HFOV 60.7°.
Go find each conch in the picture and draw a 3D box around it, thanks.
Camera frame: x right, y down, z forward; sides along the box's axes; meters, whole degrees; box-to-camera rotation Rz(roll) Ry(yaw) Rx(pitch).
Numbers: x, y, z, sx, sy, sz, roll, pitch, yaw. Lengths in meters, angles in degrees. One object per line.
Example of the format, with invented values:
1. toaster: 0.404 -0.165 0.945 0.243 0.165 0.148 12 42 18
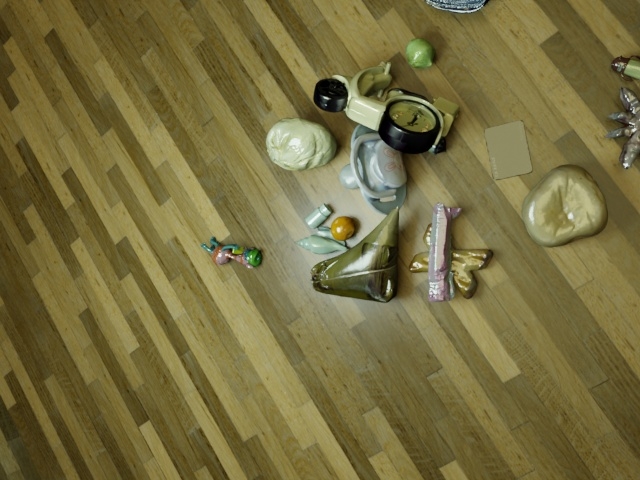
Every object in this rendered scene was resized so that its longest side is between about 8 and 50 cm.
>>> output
1. conch: 0.000 0.006 1.765 0.180 0.088 0.065 4 136 14

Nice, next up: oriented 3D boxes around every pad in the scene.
1. pad: 0.541 -0.260 1.578 0.112 0.003 0.157 -11 88 21

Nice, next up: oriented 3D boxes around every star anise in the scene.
1. star anise: 0.846 -0.292 1.415 0.229 0.093 0.236 37 102 17

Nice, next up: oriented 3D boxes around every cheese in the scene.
1. cheese: 0.663 -0.087 1.478 0.218 0.117 0.235 20 102 17

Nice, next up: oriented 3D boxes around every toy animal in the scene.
1. toy animal: -0.307 0.039 1.856 0.208 0.103 0.100 17 54 22

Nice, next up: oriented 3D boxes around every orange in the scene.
1. orange: 0.070 -0.039 1.720 0.070 0.083 0.083 36 104 32

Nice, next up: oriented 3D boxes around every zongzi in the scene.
1. zongzi: 0.105 0.031 1.660 0.274 0.145 0.300 7 106 21

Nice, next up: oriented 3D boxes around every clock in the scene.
1. clock: 0.192 -0.395 1.585 0.379 0.276 0.120 33 141 13

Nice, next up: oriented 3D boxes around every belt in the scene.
1. belt: 0.394 -0.732 1.564 0.218 0.128 0.122 21 136 21

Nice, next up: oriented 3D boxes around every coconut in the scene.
1. coconut: 0.297 -0.551 1.619 0.088 0.088 0.096 -41 71 17

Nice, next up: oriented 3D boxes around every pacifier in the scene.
1. pacifier: 0.139 -0.206 1.643 0.226 0.238 0.287 -17 89 50

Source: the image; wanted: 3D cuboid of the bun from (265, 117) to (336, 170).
1. bun: -0.069 -0.283 1.690 0.229 0.229 0.145 17 76 19

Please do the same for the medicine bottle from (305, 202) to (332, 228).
1. medicine bottle: -0.006 -0.078 1.766 0.083 0.047 0.047 -40 78 16

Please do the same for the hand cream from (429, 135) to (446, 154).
1. hand cream: 0.279 -0.330 1.653 0.235 0.055 0.086 36 101 24

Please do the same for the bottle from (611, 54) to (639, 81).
1. bottle: 0.824 -0.459 1.446 0.101 0.047 0.063 27 73 22

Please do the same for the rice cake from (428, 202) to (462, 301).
1. rice cake: 0.356 0.037 1.581 0.081 0.051 0.290 5 91 22

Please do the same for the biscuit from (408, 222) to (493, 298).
1. biscuit: 0.384 0.062 1.622 0.208 0.047 0.164 27 97 19
